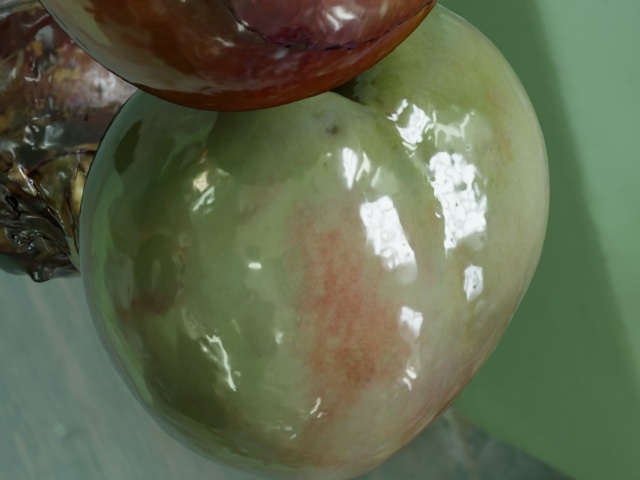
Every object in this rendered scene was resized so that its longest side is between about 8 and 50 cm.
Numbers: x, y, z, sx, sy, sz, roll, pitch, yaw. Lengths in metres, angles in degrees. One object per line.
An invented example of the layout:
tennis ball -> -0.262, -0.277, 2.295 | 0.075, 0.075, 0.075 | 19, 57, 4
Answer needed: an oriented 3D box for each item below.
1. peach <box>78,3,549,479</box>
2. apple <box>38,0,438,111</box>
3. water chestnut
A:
peach -> -0.001, 0.000, 1.077 | 0.292, 0.247, 0.292 | 6, 90, -68
apple -> -0.047, -0.197, 0.858 | 0.272, 0.206, 0.251 | 49, 58, -30
water chestnut -> -0.227, -0.080, 1.768 | 0.335, 0.335, 0.347 | 14, 55, -30
